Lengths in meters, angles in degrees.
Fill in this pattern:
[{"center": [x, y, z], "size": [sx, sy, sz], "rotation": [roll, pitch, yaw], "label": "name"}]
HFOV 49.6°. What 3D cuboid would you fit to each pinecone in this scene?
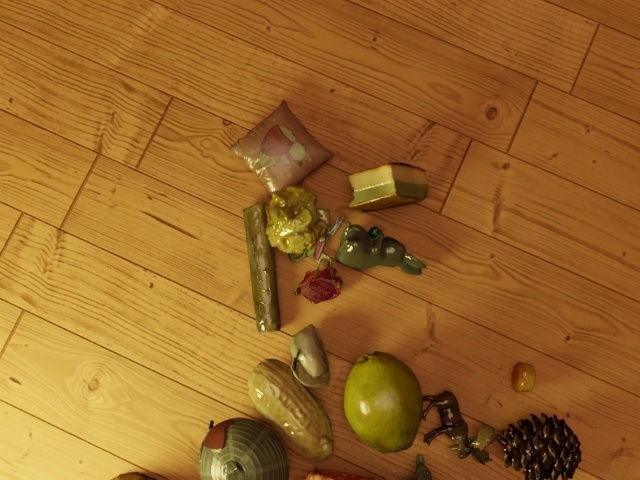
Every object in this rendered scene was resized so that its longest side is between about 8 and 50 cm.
[{"center": [0.578, 0.556, 1.832], "size": [0.204, 0.179, 0.184], "rotation": [-12, 39, 3], "label": "pinecone"}]

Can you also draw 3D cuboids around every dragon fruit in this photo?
[{"center": [0.000, 0.121, 1.954], "size": [0.126, 0.068, 0.112], "rotation": [-34, 124, 27], "label": "dragon fruit"}]

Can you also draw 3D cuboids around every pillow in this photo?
[{"center": [-0.113, -0.258, 2.010], "size": [0.223, 0.084, 0.236], "rotation": [-40, 89, -4], "label": "pillow"}]

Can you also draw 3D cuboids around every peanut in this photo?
[{"center": [-0.077, 0.462, 1.866], "size": [0.152, 0.152, 0.313], "rotation": [-41, 90, -6], "label": "peanut"}]

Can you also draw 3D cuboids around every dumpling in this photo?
[{"center": [-0.027, 0.323, 1.899], "size": [0.092, 0.176, 0.150], "rotation": [-34, 115, 8], "label": "dumpling"}]

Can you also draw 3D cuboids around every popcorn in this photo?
[{"center": [-0.073, -0.058, 1.919], "size": [0.167, 0.185, 0.187], "rotation": [-12, 118, 21], "label": "popcorn"}]

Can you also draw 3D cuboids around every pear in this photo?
[{"center": [0.168, 0.429, 1.841], "size": [0.212, 0.212, 0.269], "rotation": [-14, 86, -2], "label": "pear"}]

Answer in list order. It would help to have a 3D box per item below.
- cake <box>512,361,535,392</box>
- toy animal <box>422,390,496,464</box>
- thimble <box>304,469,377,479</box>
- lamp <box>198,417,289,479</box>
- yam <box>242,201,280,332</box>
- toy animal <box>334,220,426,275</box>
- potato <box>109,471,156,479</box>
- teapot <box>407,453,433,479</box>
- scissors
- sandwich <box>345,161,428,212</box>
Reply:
[{"center": [0.559, 0.378, 1.909], "size": [0.044, 0.084, 0.084], "rotation": [8, 81, -4], "label": "cake"}, {"center": [0.372, 0.514, 1.882], "size": [0.186, 0.094, 0.214], "rotation": [-11, 79, -4], "label": "toy animal"}, {"center": [0.065, 0.686, 1.787], "size": [0.239, 0.239, 0.162], "rotation": [9, 78, 2], "label": "thimble"}, {"center": [-0.202, 0.587, 1.805], "size": [0.233, 0.233, 0.265], "rotation": [-15, 76, -2], "label": "lamp"}, {"center": [-0.164, 0.075, 1.964], "size": [0.083, 0.083, 0.372], "rotation": [-9, 81, -1], "label": "yam"}, {"center": [0.174, 0.033, 1.963], "size": [0.251, 0.127, 0.125], "rotation": [16, 69, -12], "label": "toy animal"}, {"center": [-0.489, 0.725, 1.770], "size": [0.229, 0.266, 0.229], "rotation": [1, 80, -4], "label": "potato"}, {"center": [0.266, 0.729, 1.834], "size": [0.193, 0.129, 0.294], "rotation": [2, 83, 0], "label": "teapot"}, {"center": [0.000, 0.000, 2.002], "size": [0.133, 0.020, 0.187], "rotation": [28, 83, 9], "label": "scissors"}, {"center": [0.185, -0.148, 1.986], "size": [0.186, 0.220, 0.108], "rotation": [-14, 82, 35], "label": "sandwich"}]
